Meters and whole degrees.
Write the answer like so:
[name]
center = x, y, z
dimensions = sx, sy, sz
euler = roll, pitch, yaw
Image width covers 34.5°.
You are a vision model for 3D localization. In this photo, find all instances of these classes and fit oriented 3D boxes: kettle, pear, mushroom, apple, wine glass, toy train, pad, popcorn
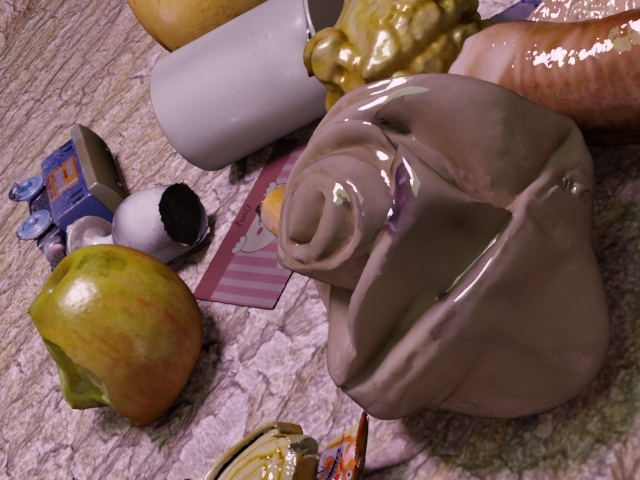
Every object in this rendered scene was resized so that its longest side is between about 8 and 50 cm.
[kettle]
center = -0.069, -0.258, 1.624
dimensions = 0.318, 0.265, 0.205
euler = -24, 73, 31
[pear]
center = -0.193, -0.490, 1.850
dimensions = 0.348, 0.348, 0.348
euler = -29, 39, 26
[mushroom]
center = 0.338, -0.192, 1.100
dimensions = 0.397, 0.224, 0.313
euler = -39, 47, 23
[apple]
center = -0.292, 0.128, 1.428
dimensions = 0.246, 0.226, 0.246
euler = -31, 36, 26
[wine glass]
center = -0.294, -0.012, 1.657
dimensions = 0.241, 0.126, 0.126
euler = -16, 46, 40
[toy train]
center = -0.455, -0.073, 1.898
dimensions = 0.202, 0.131, 0.299
euler = -38, 36, 3
[pad]
center = -0.067, -0.034, 1.533
dimensions = 0.202, 0.005, 0.299
euler = 3, 59, 49
[popcorn]
center = 0.108, -0.239, 1.301
dimensions = 0.255, 0.195, 0.256
euler = -16, 62, 29

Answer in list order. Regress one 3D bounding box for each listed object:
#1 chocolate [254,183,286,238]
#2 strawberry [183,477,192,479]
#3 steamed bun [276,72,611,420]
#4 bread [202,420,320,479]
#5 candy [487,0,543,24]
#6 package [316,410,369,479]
[chocolate]
center = 0.000, 0.000, 1.373
dimensions = 0.085, 0.085, 0.219
euler = -48, 42, 0
[strawberry]
center = -0.153, 0.349, 1.201
dimensions = 0.104, 0.048, 0.152
euler = 121, 158, -46
[steamed bun]
center = 0.095, -0.007, 1.043
dimensions = 0.342, 0.255, 0.367
euler = -16, 67, 47
[bread]
center = -0.064, 0.277, 1.177
dimensions = 0.156, 0.064, 0.117
euler = -38, 40, 13
[candy]
center = 0.215, -0.237, 1.370
dimensions = 0.275, 0.070, 0.145
euler = -26, 47, 29
[package]
center = 0.021, 0.251, 1.096
dimensions = 0.120, 0.031, 0.108
euler = 122, 163, -53
